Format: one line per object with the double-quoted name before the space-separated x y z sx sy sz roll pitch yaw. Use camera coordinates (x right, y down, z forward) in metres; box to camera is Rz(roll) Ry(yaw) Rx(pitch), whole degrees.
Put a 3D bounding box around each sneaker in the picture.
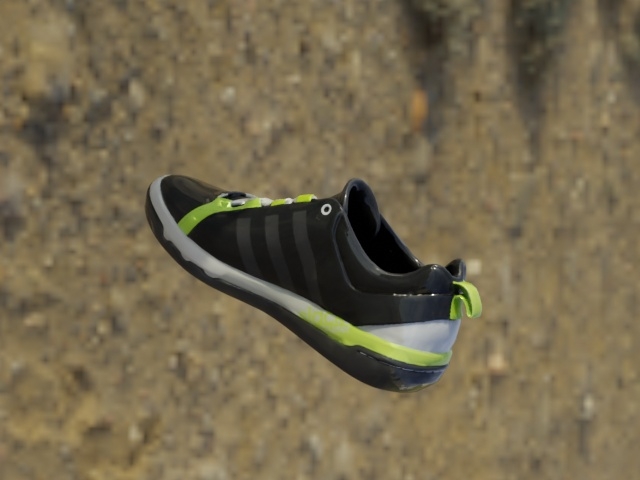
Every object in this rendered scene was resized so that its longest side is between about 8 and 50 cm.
"sneaker" 0.000 0.000 1.172 0.084 0.234 0.097 -8 125 -58
